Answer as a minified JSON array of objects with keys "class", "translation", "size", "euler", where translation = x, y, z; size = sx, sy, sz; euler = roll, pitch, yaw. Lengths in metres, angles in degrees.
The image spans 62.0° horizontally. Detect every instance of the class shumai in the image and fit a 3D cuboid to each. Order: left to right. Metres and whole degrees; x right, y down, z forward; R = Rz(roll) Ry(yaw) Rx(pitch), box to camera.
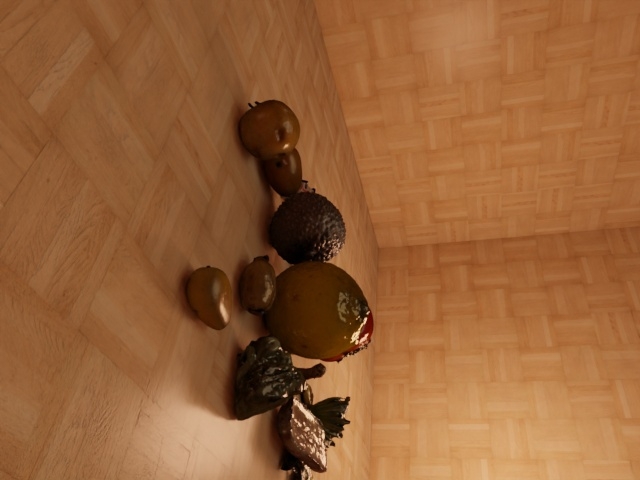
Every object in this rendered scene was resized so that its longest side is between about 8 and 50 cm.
[{"class":"shumai","translation":[-0.176,0.403,1.599],"size":[0.256,0.189,0.218],"euler":[2,64,-60]}]

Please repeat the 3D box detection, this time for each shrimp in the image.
[{"class":"shrimp","translation":[-0.092,0.865,1.876],"size":[0.445,0.085,0.272],"euler":[27,53,-76]}]

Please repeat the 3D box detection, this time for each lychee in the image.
[{"class":"lychee","translation":[-0.042,-0.044,1.953],"size":[0.300,0.300,0.300],"euler":[-5,90,-75]}]

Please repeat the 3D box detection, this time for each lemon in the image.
[{"class":"lemon","translation":[-0.009,0.239,1.840],"size":[0.350,0.387,0.349],"euler":[13,74,-50]}]

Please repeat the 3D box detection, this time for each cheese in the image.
[{"class":"cheese","translation":[-0.059,0.606,2.165],"size":[0.086,0.036,0.162],"euler":[-75,155,-56]}]

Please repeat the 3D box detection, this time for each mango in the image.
[{"class":"mango","translation":[-0.281,0.152,1.371],"size":[0.137,0.098,0.195],"euler":[-78,165,-55]},{"class":"mango","translation":[-0.133,-0.254,1.982],"size":[0.254,0.139,0.175],"euler":[75,15,-55]}]

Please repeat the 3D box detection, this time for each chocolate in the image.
[{"class":"chocolate","translation":[-0.068,0.700,1.901],"size":[0.303,0.100,0.185],"euler":[55,19,-38]}]

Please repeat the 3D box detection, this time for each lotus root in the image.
[{"class":"lotus root","translation":[-0.193,0.132,1.668],"size":[0.125,0.118,0.221],"euler":[122,-27,-56]}]

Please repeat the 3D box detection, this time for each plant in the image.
[{"class":"plant","translation":[-0.050,0.668,2.091],"size":[0.251,0.333,0.180],"euler":[-56,-159,1]}]

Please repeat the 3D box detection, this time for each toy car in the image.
[{"class":"toy car","translation":[-0.091,-0.192,2.209],"size":[0.210,0.089,0.108],"euler":[29,78,-76]}]

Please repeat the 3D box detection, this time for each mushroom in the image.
[{"class":"mushroom","translation":[-0.079,0.457,1.780],"size":[0.148,0.218,0.227],"euler":[-82,161,-44]}]

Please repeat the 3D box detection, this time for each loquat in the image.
[{"class":"loquat","translation":[-0.166,-0.376,1.787],"size":[0.213,0.213,0.213],"euler":[-5,90,-75]}]

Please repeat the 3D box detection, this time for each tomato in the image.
[{"class":"tomato","translation":[0.073,0.354,2.290],"size":[0.321,0.322,0.321],"euler":[-5,90,-75]}]

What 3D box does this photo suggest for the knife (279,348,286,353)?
[{"class":"knife","translation":[-0.132,0.433,1.985],"size":[0.247,0.018,0.035],"euler":[70,18,-47]}]
